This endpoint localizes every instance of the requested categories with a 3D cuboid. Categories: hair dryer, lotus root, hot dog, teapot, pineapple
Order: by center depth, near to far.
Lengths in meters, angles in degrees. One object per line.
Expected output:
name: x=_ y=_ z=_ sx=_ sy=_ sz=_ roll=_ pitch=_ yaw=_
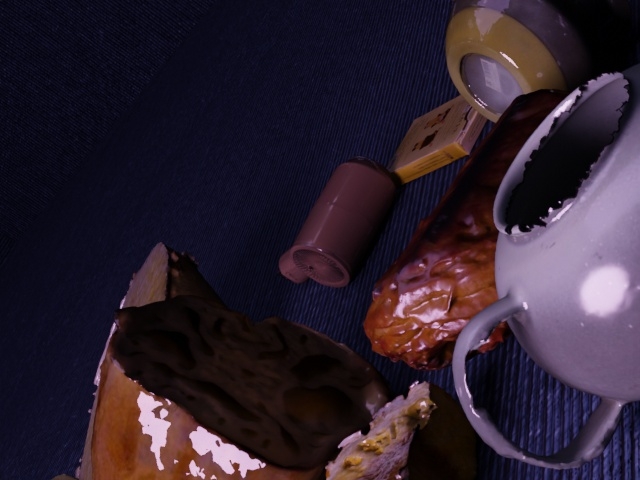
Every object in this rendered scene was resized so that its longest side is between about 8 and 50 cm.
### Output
teapot: x=0.169 y=-0.013 z=0.825 sx=0.294 sy=0.129 sz=0.193 roll=-57 pitch=14 yaw=-10
pineapple: x=0.027 y=0.190 z=0.931 sx=0.135 sy=0.079 sz=0.233 roll=-38 pitch=14 yaw=24
hot dog: x=0.114 y=-0.002 z=1.005 sx=0.227 sy=0.099 sz=0.160 roll=-48 pitch=-1 yaw=-34
lotus root: x=-0.066 y=0.154 z=1.106 sx=0.199 sy=0.188 sz=0.180 roll=-23 pitch=-42 yaw=-53
teapot: x=0.163 y=-0.142 z=1.191 sx=0.119 sy=0.130 sz=0.165 roll=-45 pitch=-23 yaw=-24
hair dryer: x=0.000 y=0.000 z=1.480 sx=0.117 sy=0.064 sz=0.182 roll=-61 pitch=11 yaw=-28

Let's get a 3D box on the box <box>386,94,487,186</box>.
box: x=0.109 y=-0.095 z=1.417 sx=0.073 sy=0.020 sz=0.149 roll=-59 pitch=15 yaw=-22

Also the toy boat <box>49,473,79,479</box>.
toy boat: x=-0.264 y=0.295 z=1.615 sx=0.089 sy=0.071 sz=0.185 roll=-11 pitch=19 yaw=-1

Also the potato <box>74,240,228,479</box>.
potato: x=-0.147 y=0.156 z=1.480 sx=0.239 sy=0.116 sz=0.299 roll=-50 pitch=25 yaw=41
